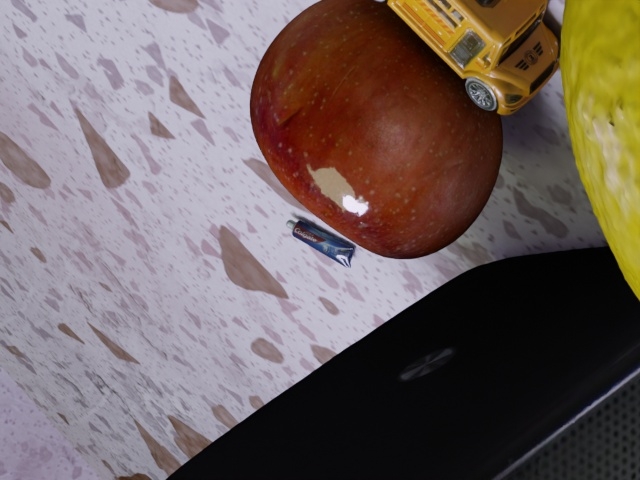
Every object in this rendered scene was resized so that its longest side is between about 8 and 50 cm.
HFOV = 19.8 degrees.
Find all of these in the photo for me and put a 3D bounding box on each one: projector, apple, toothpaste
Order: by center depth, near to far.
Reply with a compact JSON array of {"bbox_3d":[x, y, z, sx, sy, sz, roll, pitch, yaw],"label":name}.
[{"bbox_3d":[0.046,-0.089,1.348,0.201,0.162,0.201,39,-172,-7],"label":"apple"},{"bbox_3d":[0.134,0.191,1.360,0.242,0.405,0.395,61,154,-10],"label":"projector"},{"bbox_3d":[0.000,0.000,1.785,0.083,0.019,0.027,30,130,28],"label":"toothpaste"}]

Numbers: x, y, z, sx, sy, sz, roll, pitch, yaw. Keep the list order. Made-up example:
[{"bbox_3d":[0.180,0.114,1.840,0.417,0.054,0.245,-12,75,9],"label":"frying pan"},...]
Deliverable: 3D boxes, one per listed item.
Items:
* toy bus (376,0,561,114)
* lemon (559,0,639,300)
[{"bbox_3d":[0.099,-0.166,1.258,0.162,0.069,0.074,44,156,1],"label":"toy bus"},{"bbox_3d":[0.264,-0.085,0.806,0.364,0.364,0.364,36,156,18],"label":"lemon"}]
